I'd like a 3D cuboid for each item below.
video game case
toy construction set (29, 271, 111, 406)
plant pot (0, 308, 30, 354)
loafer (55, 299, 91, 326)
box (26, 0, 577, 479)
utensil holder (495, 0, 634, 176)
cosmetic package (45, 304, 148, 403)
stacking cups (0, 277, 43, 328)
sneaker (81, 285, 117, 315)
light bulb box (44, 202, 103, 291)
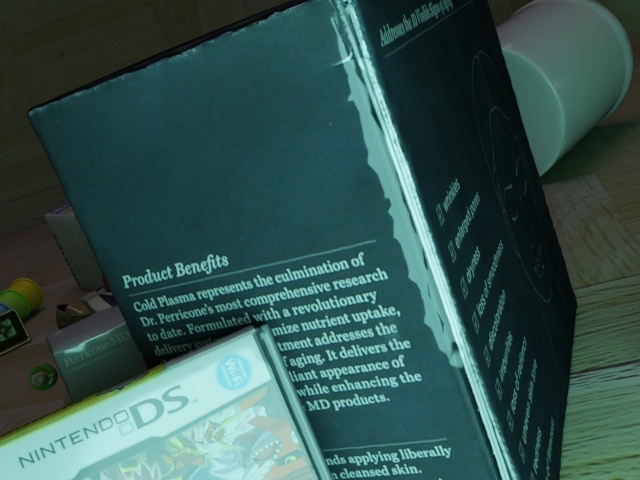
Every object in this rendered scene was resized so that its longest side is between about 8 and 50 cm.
[{"bbox_3d":[-0.099,0.231,0.524,0.248,0.275,0.035,-23,2,-12],"label":"video game case"},{"bbox_3d":[-0.273,0.171,1.117,0.308,0.257,0.237,-35,2,-13],"label":"toy construction set"},{"bbox_3d":[-0.717,0.207,1.698,0.081,0.082,0.083,-27,8,-24],"label":"plant pot"},{"bbox_3d":[-0.544,0.162,1.682,0.148,0.050,0.056,-12,18,26],"label":"loafer"},{"bbox_3d":[0.052,-0.007,0.769,0.297,0.472,0.480,-12,17,26],"label":"box"},{"bbox_3d":[0.453,-0.329,1.624,0.327,0.328,0.385,-4,23,43],"label":"utensil holder"},{"bbox_3d":[-0.198,0.191,0.833,0.127,0.238,0.107,-26,17,-20],"label":"cosmetic package"},{"bbox_3d":[-0.789,0.202,1.792,0.096,0.096,0.316,-14,20,18],"label":"stacking cups"},{"bbox_3d":[-0.357,0.126,1.431,0.148,0.131,0.350,-30,18,-19],"label":"sneaker"},{"bbox_3d":[-0.456,-0.039,1.919,0.358,0.225,0.361,-30,18,-30],"label":"light bulb box"}]
